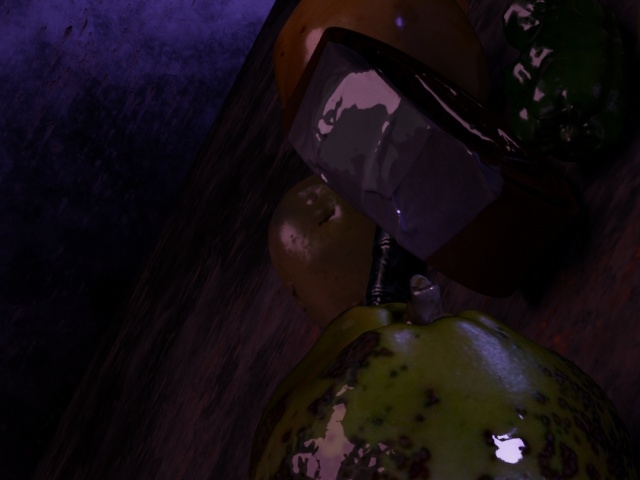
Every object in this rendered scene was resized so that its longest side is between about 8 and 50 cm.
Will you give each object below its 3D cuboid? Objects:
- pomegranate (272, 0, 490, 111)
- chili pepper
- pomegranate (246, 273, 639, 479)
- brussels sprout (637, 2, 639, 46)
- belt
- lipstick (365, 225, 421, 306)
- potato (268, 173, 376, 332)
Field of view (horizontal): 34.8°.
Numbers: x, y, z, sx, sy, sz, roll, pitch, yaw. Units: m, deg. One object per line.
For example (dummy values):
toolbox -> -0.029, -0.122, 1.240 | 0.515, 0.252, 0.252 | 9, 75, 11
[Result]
pomegranate -> 0.057, -0.165, 1.024 | 0.233, 0.233, 0.233 | -55, 18, 28
chili pepper -> 0.195, -0.155, 0.832 | 0.099, 0.083, 0.253 | -51, 16, 31
pomegranate -> 0.042, 0.167, 0.568 | 0.277, 0.204, 0.222 | -58, -1, 11
brussels sprout -> 0.248, -0.127, 0.539 | 0.145, 0.131, 0.183 | -33, -8, -40
belt -> 0.078, -0.071, 0.807 | 0.105, 0.184, 0.261 | -57, 48, 22
lipstick -> 0.064, 0.062, 0.970 | 0.053, 0.053, 0.234 | -37, 35, 57
potato -> 0.000, 0.000, 1.138 | 0.182, 0.117, 0.202 | -37, 30, 51
